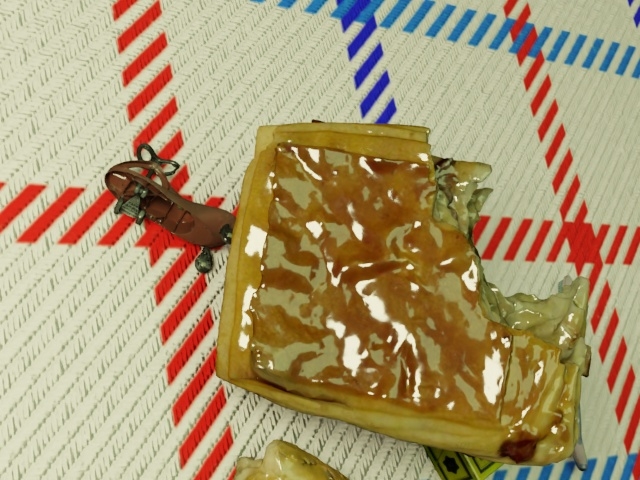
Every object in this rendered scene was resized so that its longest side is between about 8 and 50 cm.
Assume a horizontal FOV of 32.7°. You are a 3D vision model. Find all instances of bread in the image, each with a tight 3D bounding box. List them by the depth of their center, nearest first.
[{"bbox_3d":[0.089,0.057,1.119,0.370,0.191,0.314,10,74,-1],"label":"bread"}]

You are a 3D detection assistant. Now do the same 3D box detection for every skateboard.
[{"bbox_3d":[-0.152,-0.041,1.136,0.151,0.067,0.080,34,43,-16],"label":"skateboard"}]

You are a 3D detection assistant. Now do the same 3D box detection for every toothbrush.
[{"bbox_3d":[0.329,0.169,1.421,0.021,0.027,0.269,10,61,-15],"label":"toothbrush"}]

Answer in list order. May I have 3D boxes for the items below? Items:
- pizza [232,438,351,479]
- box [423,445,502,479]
[{"bbox_3d":[0.008,0.385,1.035,0.435,0.080,0.391,10,63,-36],"label":"pizza"},{"bbox_3d":[0.155,0.161,1.267,0.141,0.064,0.220,-26,84,-42],"label":"box"}]
